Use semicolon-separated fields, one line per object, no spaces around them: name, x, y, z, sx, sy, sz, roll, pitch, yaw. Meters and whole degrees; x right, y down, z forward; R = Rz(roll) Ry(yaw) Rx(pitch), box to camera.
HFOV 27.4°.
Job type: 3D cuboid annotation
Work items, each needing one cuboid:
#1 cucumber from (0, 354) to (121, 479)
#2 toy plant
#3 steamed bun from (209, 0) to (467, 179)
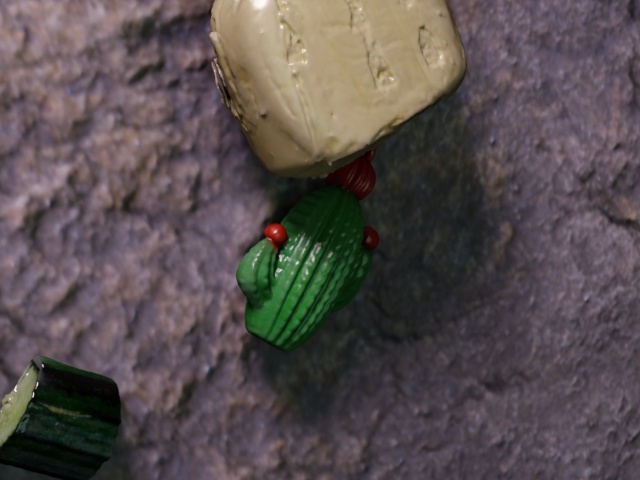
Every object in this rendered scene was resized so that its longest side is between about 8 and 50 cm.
cucumber;-0.267;0.185;1.324;0.115;0.062;0.116;24;89;-35
toy plant;0.001;0.013;1.434;0.240;0.088;0.154;-45;131;-27
steamed bun;0.010;-0.202;1.351;0.273;0.166;0.232;-35;103;-26
